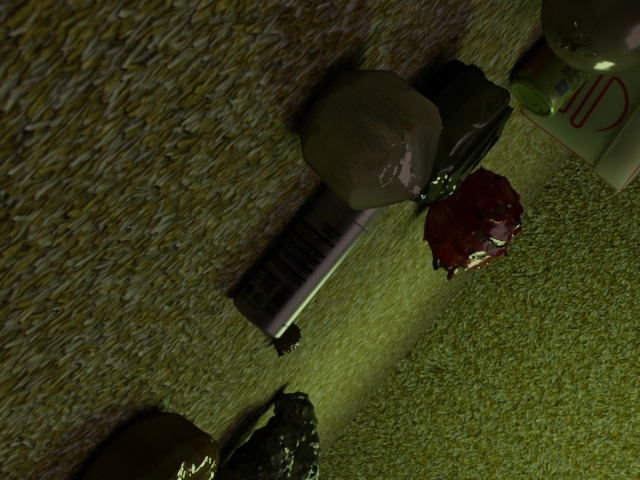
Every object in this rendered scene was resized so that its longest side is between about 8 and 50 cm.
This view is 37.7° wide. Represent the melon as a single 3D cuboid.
[{"bbox_3d":[0.496,-0.402,1.544,0.317,0.223,0.223,-39,163,-28],"label":"melon"}]

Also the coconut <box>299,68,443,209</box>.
[{"bbox_3d":[0.066,-0.116,1.114,0.161,0.162,0.161,-46,166,-15],"label":"coconut"}]

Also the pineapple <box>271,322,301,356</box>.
[{"bbox_3d":[-0.064,0.192,1.744,0.058,0.058,0.124,-44,165,-20],"label":"pineapple"}]

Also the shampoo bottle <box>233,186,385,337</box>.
[{"bbox_3d":[0.000,0.000,1.367,0.303,0.092,0.092,-51,166,4],"label":"shampoo bottle"}]

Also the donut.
[{"bbox_3d":[-0.260,0.363,1.447,0.208,0.128,0.261,-48,166,-9],"label":"donut"}]

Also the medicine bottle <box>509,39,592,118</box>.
[{"bbox_3d":[0.487,-0.360,1.844,0.239,0.124,0.124,-47,166,-10],"label":"medicine bottle"}]

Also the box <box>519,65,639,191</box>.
[{"bbox_3d":[0.684,-0.357,2.073,0.314,0.300,0.312,-37,161,-39],"label":"box"}]

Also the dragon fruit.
[{"bbox_3d":[0.316,-0.034,2.024,0.205,0.210,0.268,-80,-165,-58],"label":"dragon fruit"}]

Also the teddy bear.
[{"bbox_3d":[-0.173,0.536,2.111,0.368,0.224,0.357,-4,136,-50],"label":"teddy bear"}]

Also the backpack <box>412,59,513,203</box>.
[{"bbox_3d":[0.185,-0.155,1.442,0.207,0.140,0.253,-47,172,-11],"label":"backpack"}]
